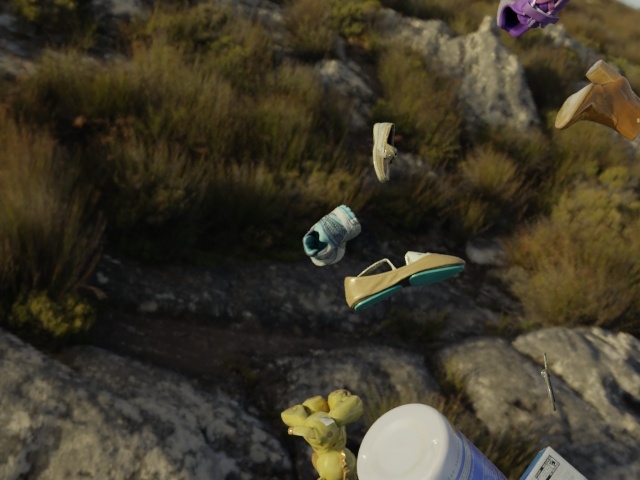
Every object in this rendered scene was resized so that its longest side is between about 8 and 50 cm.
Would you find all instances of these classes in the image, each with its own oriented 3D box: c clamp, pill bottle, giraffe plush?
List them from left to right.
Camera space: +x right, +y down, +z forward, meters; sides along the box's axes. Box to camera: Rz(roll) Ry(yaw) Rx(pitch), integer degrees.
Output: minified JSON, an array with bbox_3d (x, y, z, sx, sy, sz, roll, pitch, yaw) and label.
[{"bbox_3d":[0.024,0.441,1.645,0.182,0.170,0.210,-16,7,-1],"label":"giraffe plush"},{"bbox_3d":[0.187,0.368,1.109,0.272,0.152,0.152,47,12,-31],"label":"pill bottle"},{"bbox_3d":[0.539,0.338,1.806,0.022,0.137,0.161,-11,-9,14],"label":"c clamp"}]

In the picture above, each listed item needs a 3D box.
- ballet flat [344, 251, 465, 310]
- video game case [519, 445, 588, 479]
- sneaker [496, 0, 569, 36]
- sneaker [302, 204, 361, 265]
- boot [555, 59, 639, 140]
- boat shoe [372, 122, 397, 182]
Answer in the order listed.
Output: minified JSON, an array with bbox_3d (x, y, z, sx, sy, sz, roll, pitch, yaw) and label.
[{"bbox_3d":[0.153,0.059,1.427,0.080,0.232,0.073,67,3,-68],"label":"ballet flat"},{"bbox_3d":[0.509,0.627,1.633,0.244,0.061,0.269,41,60,12],"label":"video game case"},{"bbox_3d":[0.331,-0.359,1.092,0.095,0.104,0.236,29,-12,-16],"label":"sneaker"},{"bbox_3d":[0.000,0.000,1.970,0.122,0.283,0.110,-28,76,-23],"label":"sneaker"},{"bbox_3d":[0.781,-0.343,2.081,0.211,0.104,0.295,43,62,-7],"label":"boot"},{"bbox_3d":[0.137,-0.187,1.595,0.045,0.135,0.050,-8,-17,22],"label":"boat shoe"}]
